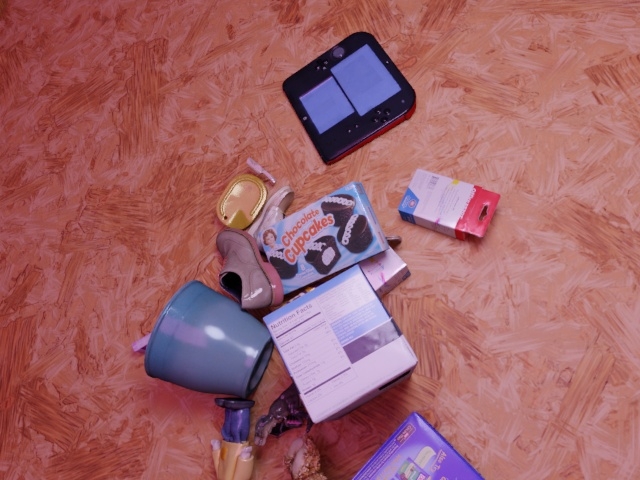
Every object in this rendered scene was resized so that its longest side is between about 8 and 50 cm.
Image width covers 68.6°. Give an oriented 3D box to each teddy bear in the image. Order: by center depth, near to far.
[{"bbox_3d":[-0.009,0.593,1.016,0.113,0.245,0.338,-4,65,-13],"label":"teddy bear"}]

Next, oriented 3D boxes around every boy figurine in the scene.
[{"bbox_3d":[-0.227,0.539,1.166,0.177,0.092,0.285,-9,71,49],"label":"boy figurine"}]

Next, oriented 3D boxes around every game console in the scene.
[{"bbox_3d":[0.085,-0.465,1.492,0.342,0.060,0.386,-29,63,5],"label":"game console"}]

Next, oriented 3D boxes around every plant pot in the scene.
[{"bbox_3d":[-0.264,0.273,1.217,0.255,0.271,0.271,20,77,9],"label":"plant pot"}]

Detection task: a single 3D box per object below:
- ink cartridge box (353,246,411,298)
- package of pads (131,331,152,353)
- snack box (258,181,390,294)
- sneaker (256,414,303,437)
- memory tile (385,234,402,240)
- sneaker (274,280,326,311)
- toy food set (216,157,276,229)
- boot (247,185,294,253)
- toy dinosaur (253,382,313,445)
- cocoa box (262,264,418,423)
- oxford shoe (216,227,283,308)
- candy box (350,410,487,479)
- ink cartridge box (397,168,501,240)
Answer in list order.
[{"bbox_3d":[0.150,0.091,1.232,0.143,0.092,0.090,-40,63,1],"label":"ink cartridge box"},{"bbox_3d":[-0.509,0.303,1.392,0.083,0.050,0.032,-32,63,5],"label":"package of pads"},{"bbox_3d":[0.000,0.000,1.226,0.322,0.060,0.187,-27,82,29],"label":"snack box"},{"bbox_3d":[-0.101,0.475,1.198,0.119,0.047,0.057,-6,97,10],"label":"sneaker"},{"bbox_3d":[0.143,-0.001,1.261,0.148,0.113,0.012,-6,85,15],"label":"memory tile"},{"bbox_3d":[-0.053,0.178,1.261,0.185,0.084,0.069,-38,86,6],"label":"sneaker"},{"bbox_3d":[-0.232,-0.132,1.467,0.128,0.071,0.218,32,81,2],"label":"toy food set"},{"bbox_3d":[-0.105,-0.040,1.377,0.165,0.077,0.213,35,90,27],"label":"boot"},{"bbox_3d":[-0.054,0.403,1.166,0.118,0.064,0.268,30,56,14],"label":"toy dinosaur"},{"bbox_3d":[0.055,0.241,1.038,0.231,0.347,0.228,-30,69,-3],"label":"cocoa box"},{"bbox_3d":[-0.233,0.067,1.303,0.130,0.123,0.348,-11,32,-31],"label":"oxford shoe"},{"bbox_3d":[0.235,0.579,0.995,0.268,0.122,0.317,-46,62,-4],"label":"candy box"},{"bbox_3d":[0.341,-0.089,1.246,0.231,0.078,0.134,23,79,25],"label":"ink cartridge box"}]
